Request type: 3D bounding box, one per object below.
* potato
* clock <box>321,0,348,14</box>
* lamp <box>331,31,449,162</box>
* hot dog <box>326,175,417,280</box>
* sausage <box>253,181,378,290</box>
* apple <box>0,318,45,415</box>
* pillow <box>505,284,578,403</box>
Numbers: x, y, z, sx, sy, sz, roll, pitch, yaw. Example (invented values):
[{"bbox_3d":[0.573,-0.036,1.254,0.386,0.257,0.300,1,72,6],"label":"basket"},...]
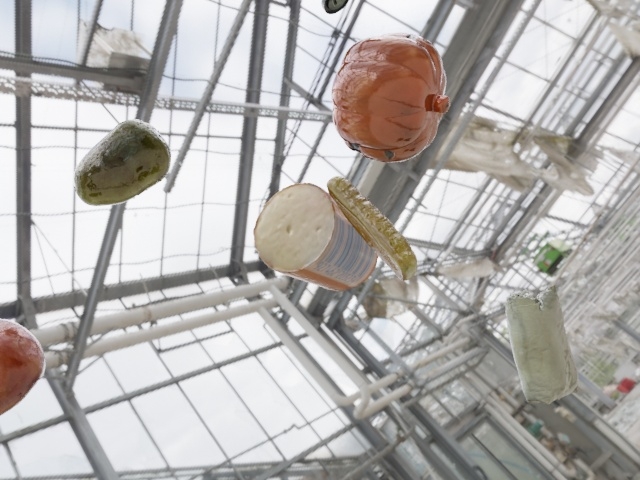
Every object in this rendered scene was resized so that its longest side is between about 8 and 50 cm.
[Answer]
[{"bbox_3d":[-0.578,-0.218,1.538,0.307,0.210,0.173,-43,-1,-18],"label":"potato"},{"bbox_3d":[0.039,-0.611,1.319,0.085,0.017,0.085,-32,-18,-12],"label":"clock"},{"bbox_3d":[0.111,-0.210,0.776,0.187,0.163,0.188,-39,-43,-51],"label":"lamp"},{"bbox_3d":[0.105,-0.035,1.083,0.061,0.286,0.088,-35,-26,-6],"label":"hot dog"},{"bbox_3d":[0.000,0.000,1.348,0.233,0.233,0.287,-51,-31,9],"label":"sausage"},{"bbox_3d":[-0.751,0.283,1.153,0.251,0.206,0.272,-29,12,-17],"label":"apple"},{"bbox_3d":[0.352,0.169,0.843,0.077,0.181,0.134,-19,-11,39],"label":"pillow"}]
